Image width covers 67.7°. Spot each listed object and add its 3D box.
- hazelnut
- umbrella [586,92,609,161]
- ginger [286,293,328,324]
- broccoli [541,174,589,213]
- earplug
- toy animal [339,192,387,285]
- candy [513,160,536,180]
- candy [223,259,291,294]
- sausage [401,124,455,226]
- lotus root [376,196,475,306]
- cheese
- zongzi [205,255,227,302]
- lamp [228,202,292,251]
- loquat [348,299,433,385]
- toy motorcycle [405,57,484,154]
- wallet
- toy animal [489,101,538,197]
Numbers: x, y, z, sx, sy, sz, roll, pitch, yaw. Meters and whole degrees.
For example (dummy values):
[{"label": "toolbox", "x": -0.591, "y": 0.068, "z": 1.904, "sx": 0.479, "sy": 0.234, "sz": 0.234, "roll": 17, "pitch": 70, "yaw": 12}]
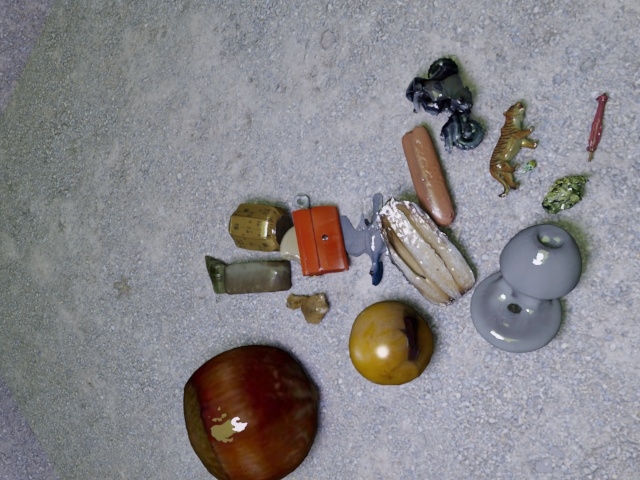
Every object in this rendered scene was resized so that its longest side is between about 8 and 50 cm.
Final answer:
[{"label": "hazelnut", "x": -0.206, "y": 0.523, "z": 1.448, "sx": 0.421, "sy": 0.353, "sz": 0.421, "roll": -5, "pitch": 67, "yaw": 12}, {"label": "umbrella", "x": 0.664, "y": -0.271, "z": 1.147, "sx": 0.027, "sy": 0.025, "sz": 0.165, "roll": 15, "pitch": 96, "yaw": 46}, {"label": "ginger", "x": -0.040, "y": 0.216, "z": 1.505, "sx": 0.165, "sy": 0.067, "sz": 0.096, "roll": -5, "pitch": 89, "yaw": 41}, {"label": "broccoli", "x": 0.591, "y": -0.110, "z": 1.153, "sx": 0.097, "sy": 0.092, "sz": 0.095, "roll": -1, "pitch": 104, "yaw": 10}, {"label": "earplug", "x": 0.499, "y": 0.114, "z": 1.156, "sx": 0.214, "sy": 0.175, "sz": 0.325, "roll": 29, "pitch": 104, "yaw": 26}, {"label": "toy animal", "x": 0.156, "y": -0.008, "z": 1.392, "sx": 0.239, "sy": 0.176, "sz": 0.255, "roll": 3, "pitch": 58, "yaw": 24}, {"label": "candy", "x": 0.517, "y": -0.173, "z": 1.228, "sx": 0.023, "sy": 0.025, "sz": 0.083, "roll": 47, "pitch": 118, "yaw": 0}, {"label": "candy", "x": -0.208, "y": 0.121, "z": 1.568, "sx": 0.234, "sy": 0.102, "sz": 0.104, "roll": -6, "pitch": 88, "yaw": 29}, {"label": "sausage", "x": 0.294, "y": -0.172, "z": 1.308, "sx": 0.086, "sy": 0.086, "sz": 0.289, "roll": -20, "pitch": 83, "yaw": 27}, {"label": "lotus root", "x": 0.273, "y": 0.025, "z": 1.296, "sx": 0.167, "sy": 0.078, "sz": 0.329, "roll": -35, "pitch": 94, "yaw": 14}, {"label": "cheese", "x": -0.032, "y": -0.015, "z": 1.480, "sx": 0.163, "sy": 0.071, "sz": 0.249, "roll": 15, "pitch": 73, "yaw": -1}, {"label": "zongzi", "x": -0.375, "y": 0.139, "z": 1.697, "sx": 0.130, "sy": 0.062, "sz": 0.154, "roll": 19, "pitch": 117, "yaw": 47}, {"label": "lamp", "x": -0.193, "y": -0.041, "z": 1.530, "sx": 0.185, "sy": 0.161, "sz": 0.161, "roll": 9, "pitch": 95, "yaw": 26}, {"label": "loquat", "x": 0.189, "y": 0.277, "z": 1.297, "sx": 0.235, "sy": 0.235, "sz": 0.235, "roll": 1, "pitch": 91, "yaw": 28}, {"label": "toy motorcycle", "x": 0.321, "y": -0.353, "z": 1.263, "sx": 0.159, "sy": 0.106, "sz": 0.270, "roll": -16, "pitch": 76, "yaw": 5}, {"label": "wallet", "x": 0.000, "y": 0.000, "z": 1.417, "sx": 0.142, "sy": 0.045, "sz": 0.204, "roll": -6, "pitch": 73, "yaw": -15}, {"label": "toy animal", "x": 0.489, "y": -0.230, "z": 1.219, "sx": 0.099, "sy": 0.057, "sz": 0.241, "roll": 33, "pitch": 112, "yaw": 49}]
